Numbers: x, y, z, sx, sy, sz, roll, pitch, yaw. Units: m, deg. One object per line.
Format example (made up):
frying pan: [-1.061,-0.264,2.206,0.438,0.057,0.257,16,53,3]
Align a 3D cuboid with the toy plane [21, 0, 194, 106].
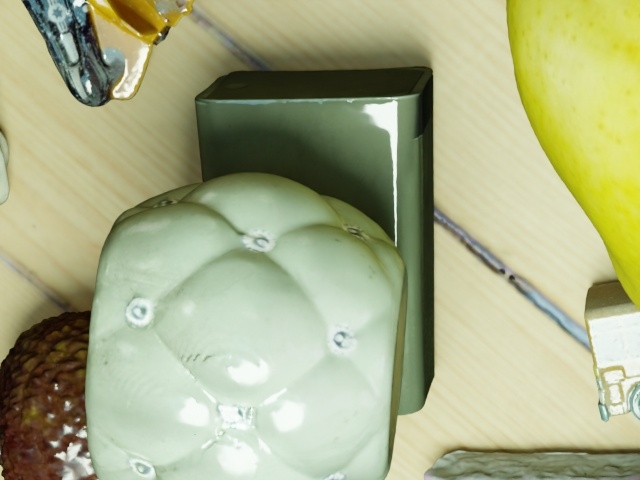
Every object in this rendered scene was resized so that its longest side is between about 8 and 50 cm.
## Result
toy plane: [-0.217,-0.263,1.435,0.316,0.103,0.204,40,103,6]

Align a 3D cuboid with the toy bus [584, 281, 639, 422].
toy bus: [0.288,0.066,1.425,0.182,0.091,0.103,-10,101,12]

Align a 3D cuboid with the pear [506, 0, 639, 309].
pear: [0.296,-0.136,1.247,0.362,0.362,0.418,2,123,8]

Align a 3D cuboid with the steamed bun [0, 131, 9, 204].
steamed bun: [-0.324,-0.061,1.487,0.183,0.106,0.183,2,104,10]

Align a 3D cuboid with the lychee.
lychee: [-0.163,0.146,1.466,0.194,0.194,0.194,2,102,9]

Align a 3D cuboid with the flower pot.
flower pot: [-0.044,0.076,1.290,0.195,0.246,0.246,4,103,4]

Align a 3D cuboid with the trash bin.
trash bin: [0.000,0.000,1.443,0.164,0.122,0.240,1,104,9]

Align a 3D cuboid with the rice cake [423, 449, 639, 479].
rice cake: [0.278,0.197,1.468,0.399,0.064,0.070,0,113,9]
